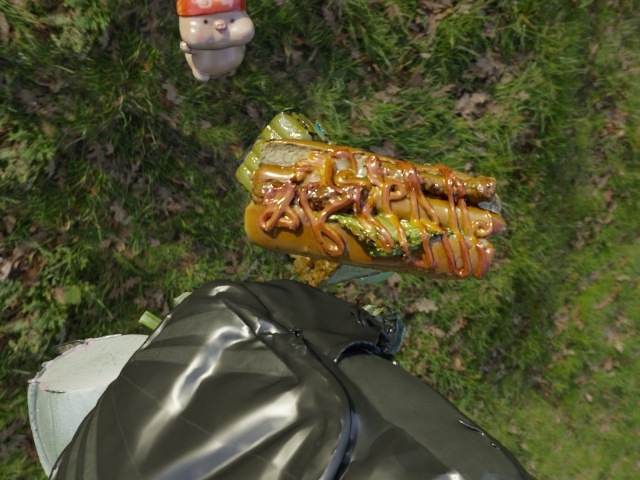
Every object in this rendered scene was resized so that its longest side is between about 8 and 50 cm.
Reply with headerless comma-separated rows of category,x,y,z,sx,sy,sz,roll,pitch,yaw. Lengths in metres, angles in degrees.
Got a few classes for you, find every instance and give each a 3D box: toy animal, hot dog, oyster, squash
toy animal,-0.228,-0.460,1.185,0.171,0.172,0.198,-16,154,-15
hot dog,0.069,-0.041,0.714,0.348,0.117,0.159,12,80,2
oyster,0.063,0.267,1.509,0.350,0.162,0.158,-6,130,26
squash,-0.319,0.174,1.091,0.083,0.027,0.028,33,93,-6

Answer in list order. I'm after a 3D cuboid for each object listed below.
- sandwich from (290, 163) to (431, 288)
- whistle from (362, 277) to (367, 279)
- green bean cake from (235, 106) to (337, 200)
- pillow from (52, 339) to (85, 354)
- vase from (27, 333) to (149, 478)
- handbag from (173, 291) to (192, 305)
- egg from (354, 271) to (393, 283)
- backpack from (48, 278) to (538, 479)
sandwich,0.126,-0.031,1.095,0.325,0.262,0.131,-12,66,-30
whistle,0.000,0.000,1.420,0.312,0.062,0.062,32,94,0
green bean cake,-0.075,-0.237,1.722,0.310,0.202,0.285,-48,160,24
pillow,-0.683,0.354,1.630,0.130,0.033,0.217,-18,138,19
vase,-0.301,0.389,0.914,0.249,0.250,0.446,-17,106,-14
handbag,-0.235,0.207,1.388,0.252,0.316,0.109,3,102,-18
egg,0.164,0.039,1.885,0.221,0.220,0.269,-60,156,5
backpack,-0.010,0.238,0.468,0.363,0.445,0.255,-52,134,-10
